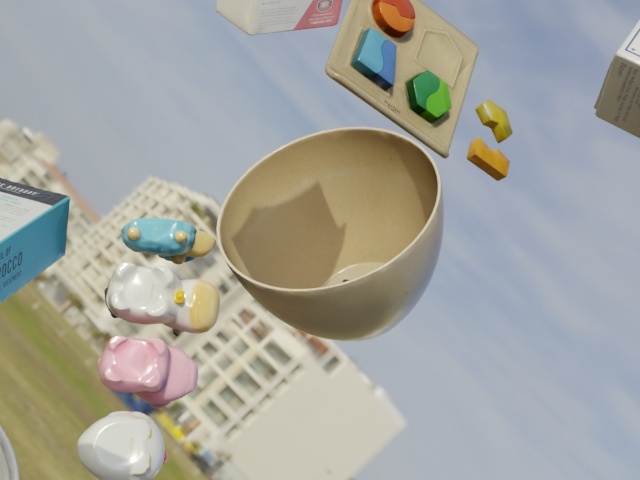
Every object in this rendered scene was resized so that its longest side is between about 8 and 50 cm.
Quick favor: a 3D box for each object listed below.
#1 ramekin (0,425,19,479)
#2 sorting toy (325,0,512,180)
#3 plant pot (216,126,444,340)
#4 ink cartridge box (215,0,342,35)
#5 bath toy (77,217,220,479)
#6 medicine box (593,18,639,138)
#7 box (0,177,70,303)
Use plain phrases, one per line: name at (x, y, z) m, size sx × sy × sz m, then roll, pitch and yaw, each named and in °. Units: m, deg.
ramekin at (-0.414, 0.251, 1.199) m, size 0.207 × 0.207 × 0.109 m, roll 48°, pitch -31°, yaw -5°
sorting toy at (0.157, -0.225, 1.646) m, size 0.307 × 0.229 × 0.041 m, roll 33°, pitch -37°, yaw -22°
plant pot at (0.033, 0.018, 1.540) m, size 0.284 × 0.284 × 0.191 m, roll 38°, pitch -22°, yaw 43°
ink cartridge box at (-0.028, -0.309, 1.183) m, size 0.067 × 0.115 × 0.198 m, roll 41°, pitch -48°, yaw 39°
bath toy at (-0.220, 0.152, 1.562) m, size 0.151 × 0.348 × 0.129 m, roll 12°, pitch -19°, yaw -8°
medicine box at (0.575, -0.235, 1.665) m, size 0.289 × 0.263 × 0.149 m, roll 31°, pitch -26°, yaw 15°
box at (-0.301, 0.017, 0.958) m, size 0.101 × 0.060 × 0.244 m, roll 15°, pitch 24°, yaw 12°
